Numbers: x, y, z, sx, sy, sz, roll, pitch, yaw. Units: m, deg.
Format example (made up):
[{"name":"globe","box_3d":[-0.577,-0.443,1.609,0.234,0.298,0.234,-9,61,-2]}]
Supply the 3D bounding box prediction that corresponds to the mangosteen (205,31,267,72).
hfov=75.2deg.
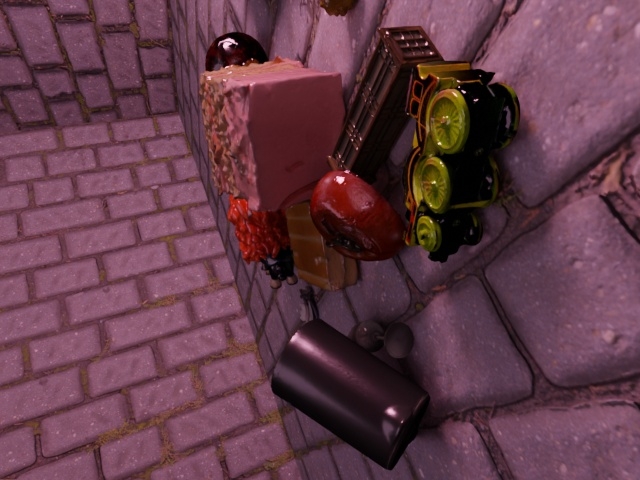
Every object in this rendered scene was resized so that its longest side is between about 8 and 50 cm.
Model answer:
[{"name":"mangosteen","box_3d":[-0.252,-0.533,1.283,0.210,0.209,0.210,47,145,50]}]

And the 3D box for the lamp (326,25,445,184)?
[{"name":"lamp","box_3d":[0.101,-0.222,0.764,0.089,0.090,0.325,67,156,21]}]

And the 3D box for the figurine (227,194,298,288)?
[{"name":"figurine","box_3d":[-0.164,-0.027,1.395,0.412,0.240,0.306,78,-170,-59]}]

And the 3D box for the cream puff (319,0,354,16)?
[{"name":"cream puff","box_3d":[0.037,-0.480,0.804,0.058,0.083,0.083,-70,-23,-46]}]

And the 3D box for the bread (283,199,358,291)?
[{"name":"bread","box_3d":[0.000,0.000,1.113,0.246,0.110,0.240,13,117,65]}]

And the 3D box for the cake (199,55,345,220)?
[{"name":"cake","box_3d":[-0.117,-0.265,1.006,0.306,0.293,0.315,32,137,52]}]

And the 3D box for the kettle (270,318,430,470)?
[{"name":"kettle","box_3d":[0.067,0.361,0.946,0.307,0.203,0.262,27,134,26]}]

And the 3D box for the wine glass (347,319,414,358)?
[{"name":"wine glass","box_3d":[0.134,0.227,0.976,0.195,0.079,0.079,-22,83,66]}]

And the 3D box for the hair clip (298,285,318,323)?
[{"name":"hair clip","box_3d":[-0.049,0.240,1.466,0.116,0.049,0.172,-128,29,-54]}]

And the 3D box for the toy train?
[{"name":"toy train","box_3d":[0.186,-0.109,0.621,0.161,0.100,0.296,-119,24,-48]}]

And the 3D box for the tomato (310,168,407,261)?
[{"name":"tomato","box_3d":[0.063,-0.026,0.847,0.227,0.101,0.228,30,154,16]}]
